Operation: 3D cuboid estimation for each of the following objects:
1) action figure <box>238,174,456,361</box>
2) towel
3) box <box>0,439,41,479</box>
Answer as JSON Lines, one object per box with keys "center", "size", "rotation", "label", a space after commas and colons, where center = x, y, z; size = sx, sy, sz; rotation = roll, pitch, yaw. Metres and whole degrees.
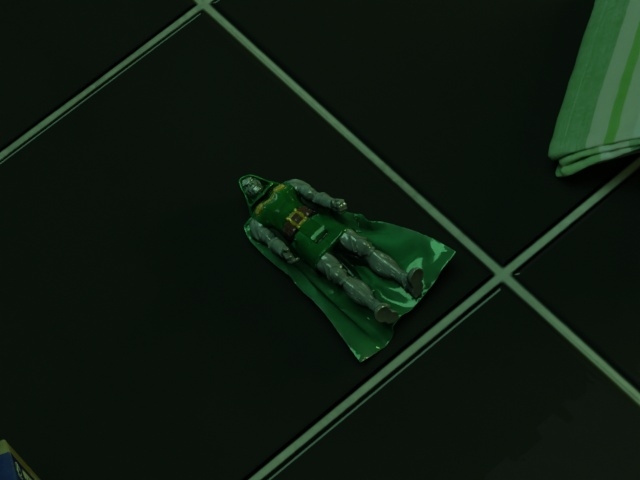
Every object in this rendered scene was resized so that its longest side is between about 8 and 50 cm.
{"center": [0.000, 0.000, 1.553], "size": [0.232, 0.063, 0.137], "rotation": [35, 75, 34], "label": "action figure"}
{"center": [0.370, -0.182, 1.495], "size": [0.325, 0.038, 0.248], "rotation": [-11, 49, 46], "label": "towel"}
{"center": [-0.236, 0.296, 1.377], "size": [0.036, 0.136, 0.225], "rotation": [-20, 56, 1], "label": "box"}
